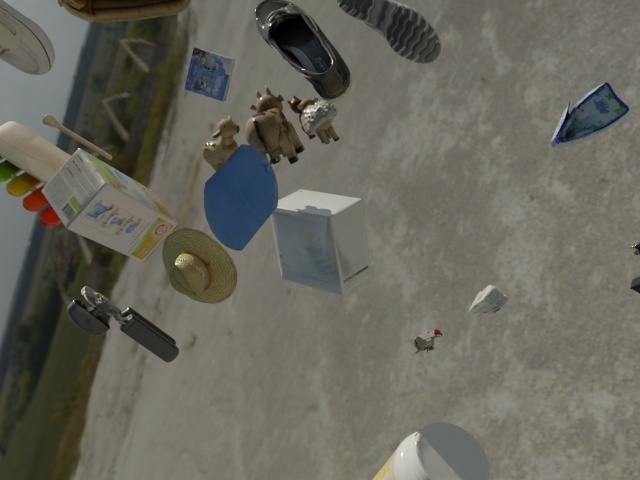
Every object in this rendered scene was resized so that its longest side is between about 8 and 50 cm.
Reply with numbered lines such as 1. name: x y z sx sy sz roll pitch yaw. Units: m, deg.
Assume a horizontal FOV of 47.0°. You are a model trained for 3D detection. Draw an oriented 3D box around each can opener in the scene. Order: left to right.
1. can opener: -0.458 0.207 1.707 0.095 0.283 0.076 -45 33 1

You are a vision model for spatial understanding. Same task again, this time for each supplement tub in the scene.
1. supplement tub: 0.270 0.646 1.908 0.241 0.241 0.331 -95 23 -45

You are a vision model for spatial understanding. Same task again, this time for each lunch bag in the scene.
1. lunch bag: 0.560 -0.254 1.568 0.151 0.096 0.129 -40 -8 10

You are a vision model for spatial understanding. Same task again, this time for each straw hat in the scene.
1. straw hat: -0.212 0.056 1.193 0.144 0.144 0.061 -60 -4 33

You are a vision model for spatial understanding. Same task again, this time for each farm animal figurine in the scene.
1. farm animal figurine: -0.137 -0.267 1.769 0.330 0.172 0.327 -28 16 -1

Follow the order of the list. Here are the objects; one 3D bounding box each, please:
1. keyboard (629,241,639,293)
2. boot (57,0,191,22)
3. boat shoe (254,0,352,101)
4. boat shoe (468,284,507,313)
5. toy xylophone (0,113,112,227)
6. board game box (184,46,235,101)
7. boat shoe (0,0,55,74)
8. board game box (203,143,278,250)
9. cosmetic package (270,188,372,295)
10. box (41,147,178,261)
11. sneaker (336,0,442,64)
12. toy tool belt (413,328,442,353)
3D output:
1. keyboard: 0.579 0.015 1.039 0.317 0.201 0.033 -37 33 50
2. boot: -0.248 -0.301 0.666 0.095 0.262 0.203 -51 41 46
3. boat shoe: -0.047 -0.434 1.580 0.112 0.095 0.335 -39 63 3
4. boat shoe: 0.427 0.159 1.864 0.066 0.063 0.184 -57 -6 -21
5. toy xylophone: -0.606 -0.164 1.635 0.236 0.323 0.081 -44 -11 -53
6. board game box: -0.231 -0.346 1.531 0.020 0.090 0.090 -45 -28 -72
7. boat shoe: -0.498 -0.316 1.093 0.267 0.096 0.088 59 -151 -62
8. board game box: -0.136 -0.070 1.175 0.033 0.133 0.168 4 44 38
9. cosmetic package: 0.000 0.000 1.943 0.224 0.138 0.224 12 119 42
10. box: -0.372 -0.058 1.317 0.103 0.203 0.114 -47 57 5
11. sneaker: 0.177 -0.528 1.749 0.105 0.281 0.115 -52 -1 27
12. toy tool belt: 0.281 0.267 1.935 0.052 0.083 0.051 33 125 37
